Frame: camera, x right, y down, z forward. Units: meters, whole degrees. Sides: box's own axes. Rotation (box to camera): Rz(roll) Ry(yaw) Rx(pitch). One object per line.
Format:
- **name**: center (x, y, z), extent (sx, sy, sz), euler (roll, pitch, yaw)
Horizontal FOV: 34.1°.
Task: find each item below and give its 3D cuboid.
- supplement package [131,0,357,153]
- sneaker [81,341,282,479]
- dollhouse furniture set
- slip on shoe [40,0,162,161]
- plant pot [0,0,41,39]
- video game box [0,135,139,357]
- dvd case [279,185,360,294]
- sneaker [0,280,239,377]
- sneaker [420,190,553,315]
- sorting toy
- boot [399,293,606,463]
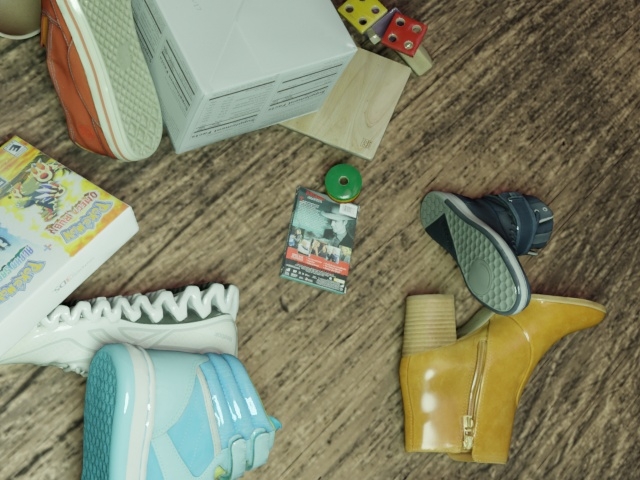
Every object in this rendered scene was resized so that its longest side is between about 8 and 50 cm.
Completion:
- **supplement package**: center (-0.119, -0.268, 1.225), extent (0.204, 0.145, 0.262), euler (-20, 76, -27)
- **sneaker**: center (-0.140, 0.262, 1.091), extent (0.208, 0.127, 0.319), euler (1, 102, -34)
- **dollhouse furniture set**: center (0.091, -0.266, 1.419), extent (0.114, 0.091, 0.081), euler (42, 19, -33)
- **slip on shoe**: center (-0.264, -0.242, 1.137), extent (0.123, 0.101, 0.331), euler (-48, 133, -54)
- **plant pot**: center (-0.397, -0.367, 1.108), extent (0.191, 0.284, 0.284), euler (9, 69, 15)
- **video game box**: center (-0.327, 0.001, 1.088), extent (0.187, 0.048, 0.205), euler (31, 61, 23)
- **dvd case**: center (0.000, 0.000, 1.306), extent (0.087, 0.013, 0.119), euler (17, 72, -20)
- **sneaker**: center (-0.220, 0.116, 1.133), extent (0.292, 0.110, 0.118), euler (-6, 88, -25)
- **sneaker**: center (0.247, 0.010, 1.325), extent (0.163, 0.086, 0.226), euler (3, 35, -27)
- **sorting toy**: center (0.033, -0.186, 1.330), extent (0.132, 0.046, 0.274), euler (22, 78, 6)
- **boot**: center (0.235, 0.176, 1.327), extent (0.295, 0.104, 0.211), euler (1, 82, -19)
